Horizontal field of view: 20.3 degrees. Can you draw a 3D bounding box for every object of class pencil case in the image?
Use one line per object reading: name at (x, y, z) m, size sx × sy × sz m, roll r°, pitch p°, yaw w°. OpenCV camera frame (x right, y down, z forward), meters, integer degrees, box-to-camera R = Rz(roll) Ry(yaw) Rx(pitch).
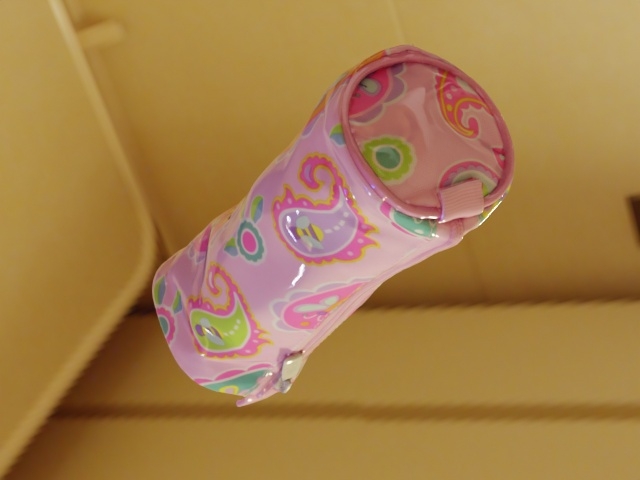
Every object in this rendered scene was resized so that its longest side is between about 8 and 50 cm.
pencil case at (0.000, 0.000, 1.081) m, size 0.124 × 0.124 × 0.284 m, roll -47°, pitch -178°, yaw -40°
